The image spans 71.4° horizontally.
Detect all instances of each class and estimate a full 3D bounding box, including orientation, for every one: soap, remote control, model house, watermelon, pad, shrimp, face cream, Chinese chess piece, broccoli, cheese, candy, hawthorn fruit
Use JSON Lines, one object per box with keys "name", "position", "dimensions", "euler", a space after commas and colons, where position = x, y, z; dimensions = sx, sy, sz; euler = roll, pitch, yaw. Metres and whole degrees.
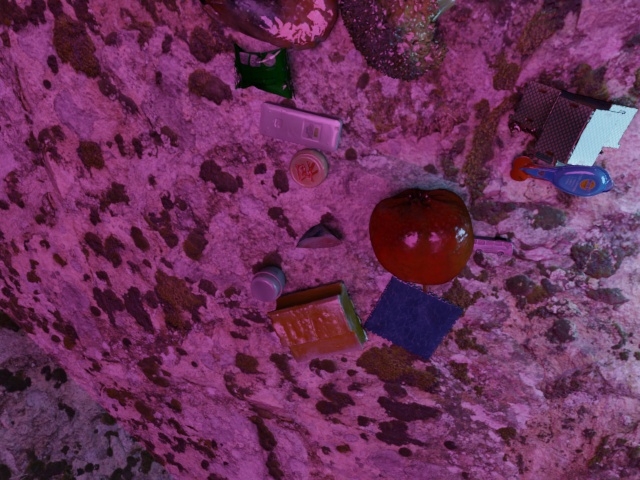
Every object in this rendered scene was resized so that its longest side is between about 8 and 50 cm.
{"name": "soap", "position": [-0.007, 0.302, 1.594], "dimensions": [0.281, 0.143, 0.259], "euler": [-19, 109, 20]}
{"name": "remote control", "position": [-0.062, -0.340, 1.333], "dimensions": [0.250, 0.034, 0.103], "euler": [16, 120, 10]}
{"name": "model house", "position": [0.594, -0.262, 1.061], "dimensions": [0.271, 0.206, 0.178], "euler": [21, 120, 6]}
{"name": "watermelon", "position": [-0.007, -0.006, 1.472], "dimensions": [0.180, 0.081, 0.094], "euler": [-2, 133, 36]}
{"name": "pad", "position": [0.314, 0.272, 1.542], "dimensions": [0.269, 0.012, 0.269], "euler": [25, 121, 4]}
{"name": "shrimp", "position": [-0.168, -0.647, 1.175], "dimensions": [0.446, 0.110, 0.221], "euler": [16, 114, 5]}
{"name": "face cream", "position": [-0.186, 0.154, 1.588], "dimensions": [0.117, 0.104, 0.117], "euler": [8, 118, 15]}
{"name": "Chinese chess piece", "position": [-0.037, -0.223, 1.376], "dimensions": [0.122, 0.051, 0.122], "euler": [7, 118, 14]}
{"name": "broccoli", "position": [0.184, -0.519, 1.058], "dimensions": [0.260, 0.235, 0.288], "euler": [-7, 150, 22]}
{"name": "cheese", "position": [0.639, -0.172, 1.187], "dimensions": [0.256, 0.037, 0.106], "euler": [16, 140, 15]}
{"name": "candy", "position": [-0.168, -0.475, 1.258], "dimensions": [0.203, 0.078, 0.141], "euler": [16, 150, 22]}
{"name": "hawthorn fruit", "position": [0.289, 0.016, 1.274], "dimensions": [0.287, 0.287, 0.330], "euler": [-2, 121, 19]}

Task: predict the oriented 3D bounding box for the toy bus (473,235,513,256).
{"name": "toy bus", "position": [0.507, 0.014, 1.333], "dimensions": [0.131, 0.037, 0.052], "euler": [7, 113, 16]}
